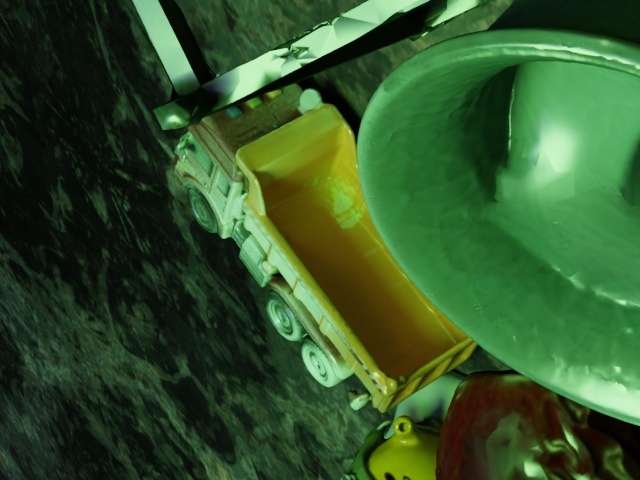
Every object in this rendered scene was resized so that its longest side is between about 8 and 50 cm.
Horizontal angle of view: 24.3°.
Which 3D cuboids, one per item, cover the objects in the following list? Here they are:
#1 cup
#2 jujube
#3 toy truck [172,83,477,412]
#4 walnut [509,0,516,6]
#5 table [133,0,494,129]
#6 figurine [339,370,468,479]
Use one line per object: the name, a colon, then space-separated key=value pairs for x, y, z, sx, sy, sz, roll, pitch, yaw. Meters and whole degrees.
cup: x=0.134 y=-0.044 z=0.545 sx=0.199 sy=0.150 sz=0.199 roll=24 pitch=148 yaw=17
jujube: x=0.158 y=0.207 z=0.978 sx=0.190 sy=0.190 sz=0.255 roll=-16 pitch=82 yaw=61
toy truck: x=0.000 y=0.000 z=1.106 sx=0.270 sy=0.114 sz=0.135 roll=52 pitch=154 yaw=17
walnut: x=0.149 y=-0.076 z=0.822 sx=0.167 sy=0.087 sz=0.211 roll=49 pitch=149 yaw=16
table: x=0.011 y=-0.258 z=0.618 sx=0.222 sy=0.272 sz=0.335 roll=-23 pitch=95 yaw=29
figurine: x=0.070 y=0.208 z=1.144 sx=0.167 sy=0.141 sz=0.250 roll=54 pitch=151 yaw=12
